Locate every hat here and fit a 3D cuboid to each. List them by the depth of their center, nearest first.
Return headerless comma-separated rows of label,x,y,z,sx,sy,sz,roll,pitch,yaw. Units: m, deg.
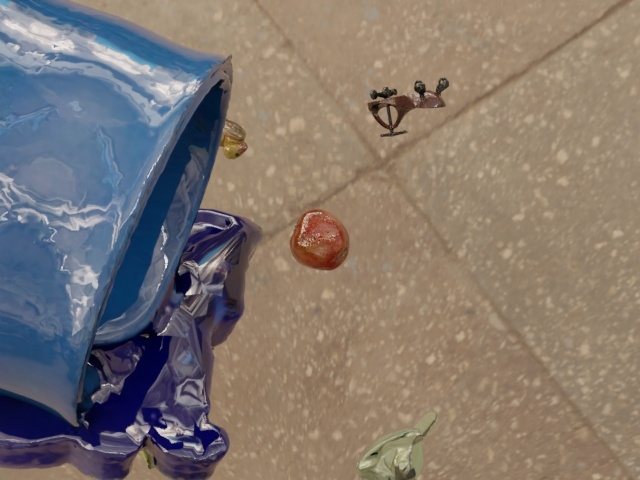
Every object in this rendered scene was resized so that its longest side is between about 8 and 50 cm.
hat,0.107,0.275,1.189,0.081,0.122,0.166,26,31,18

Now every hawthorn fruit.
hawthorn fruit,0.000,0.000,1.757,0.128,0.128,0.128,0,70,-1

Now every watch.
watch,-0.105,-0.008,0.400,0.171,0.200,0.196,14,43,-7

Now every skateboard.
skateboard,0.136,-0.209,1.440,0.067,0.151,0.080,-15,99,-40

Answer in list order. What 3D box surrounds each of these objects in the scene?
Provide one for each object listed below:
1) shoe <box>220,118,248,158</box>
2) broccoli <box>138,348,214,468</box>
shoe,-0.200,-0.214,1.837,0.109,0.069,0.072,23,35,-17
broccoli,-0.309,0.268,1.666,0.221,0.361,0.252,14,65,14
